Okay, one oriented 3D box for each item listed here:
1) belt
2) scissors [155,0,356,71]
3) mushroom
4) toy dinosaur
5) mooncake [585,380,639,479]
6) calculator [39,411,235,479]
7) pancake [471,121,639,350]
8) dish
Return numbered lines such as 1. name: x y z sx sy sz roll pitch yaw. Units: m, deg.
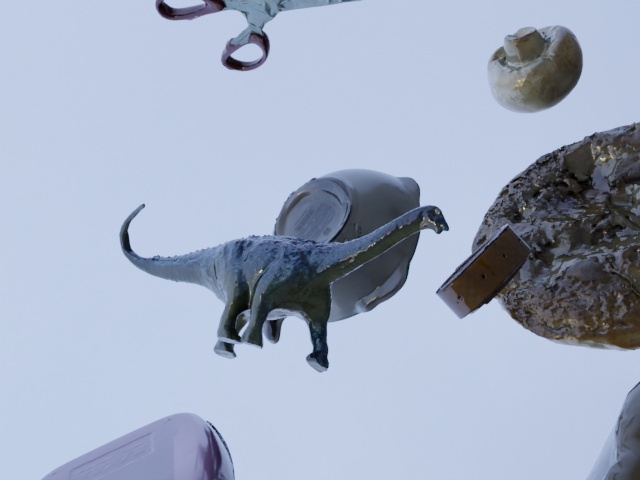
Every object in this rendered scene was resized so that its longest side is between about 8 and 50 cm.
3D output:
1. belt: 0.128 0.026 1.108 0.036 0.059 0.083 47 -113 1
2. scissors: -0.052 -0.248 1.488 0.144 0.247 0.017 36 -124 -35
3. mushroom: 0.295 -0.238 1.949 0.148 0.148 0.112 -42 -61 -39
4. toy dinosaur: -0.053 0.041 1.298 0.076 0.363 0.147 40 -124 -49
5. mooncake: 0.398 0.321 1.149 0.467 0.467 0.262 -37 -24 -42
6. calculator: -0.164 0.212 1.144 0.194 0.294 0.043 -26 -75 -2
7. pancake: 0.367 -0.006 1.634 0.387 0.387 0.082 -52 -42 -33
8. dish: 0.000 0.000 1.591 0.246 0.224 0.078 -43 -47 6
